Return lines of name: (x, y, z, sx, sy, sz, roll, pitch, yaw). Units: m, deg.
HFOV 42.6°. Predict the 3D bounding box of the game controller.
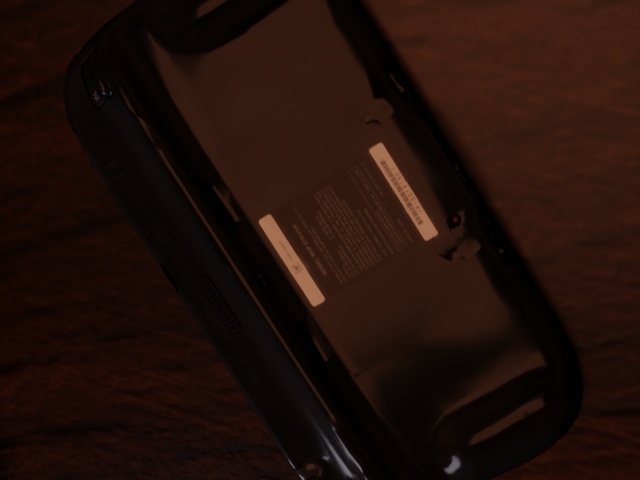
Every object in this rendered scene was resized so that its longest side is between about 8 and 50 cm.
game controller: (0.000, 0.000, 0.436, 0.166, 0.067, 0.319, -32, 94, 9)
